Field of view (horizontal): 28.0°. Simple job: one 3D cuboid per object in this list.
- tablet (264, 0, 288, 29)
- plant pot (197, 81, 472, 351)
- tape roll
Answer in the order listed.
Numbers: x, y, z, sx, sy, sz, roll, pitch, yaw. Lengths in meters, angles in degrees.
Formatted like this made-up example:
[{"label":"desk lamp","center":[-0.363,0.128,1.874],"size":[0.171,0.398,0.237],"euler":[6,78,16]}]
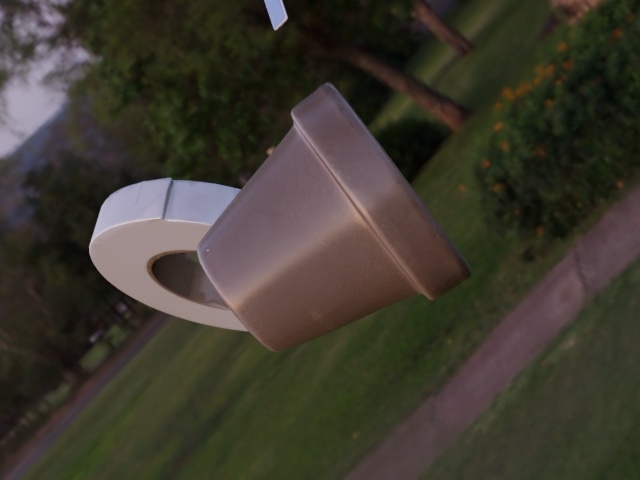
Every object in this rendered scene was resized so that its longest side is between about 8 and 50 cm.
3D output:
[{"label":"tablet","center":[-0.064,-0.325,1.699],"size":[0.006,0.083,0.054],"euler":[-18,-2,-22]},{"label":"plant pot","center":[0.000,0.000,1.394],"size":[0.229,0.263,0.263],"euler":[-38,10,4]},{"label":"tape roll","center":[-0.155,0.032,1.949],"size":[0.392,0.392,0.072],"euler":[-30,42,55]}]
